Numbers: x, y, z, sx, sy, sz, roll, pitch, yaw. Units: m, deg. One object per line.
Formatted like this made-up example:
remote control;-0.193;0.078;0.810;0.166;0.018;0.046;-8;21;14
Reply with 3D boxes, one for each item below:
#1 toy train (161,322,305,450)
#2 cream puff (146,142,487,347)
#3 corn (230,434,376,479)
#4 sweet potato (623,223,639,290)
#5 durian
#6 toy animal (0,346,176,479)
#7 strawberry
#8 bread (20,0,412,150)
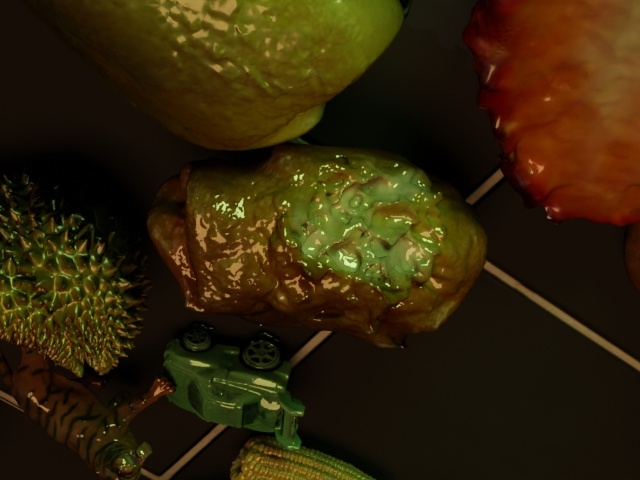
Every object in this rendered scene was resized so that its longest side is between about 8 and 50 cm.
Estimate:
toy train;-0.085;0.147;1.211;0.149;0.081;0.099;10;132;3
cream puff;0.000;0.000;0.995;0.269;0.154;0.241;8;174;7
corn;-0.010;0.258;1.302;0.165;0.063;0.085;24;121;-11
sweet potato;0.276;-0.005;1.025;0.049;0.049;0.117;-4;133;15
durian;-0.250;0.004;1.071;0.237;0.193;0.137;25;113;-31
toy animal;-0.266;0.146;1.220;0.255;0.116;0.114;33;147;7
strawberry;0.228;-0.152;0.858;0.265;0.149;0.336;6;142;-2
bread;-0.108;-0.221;0.829;0.251;0.208;0.376;-24;125;34
